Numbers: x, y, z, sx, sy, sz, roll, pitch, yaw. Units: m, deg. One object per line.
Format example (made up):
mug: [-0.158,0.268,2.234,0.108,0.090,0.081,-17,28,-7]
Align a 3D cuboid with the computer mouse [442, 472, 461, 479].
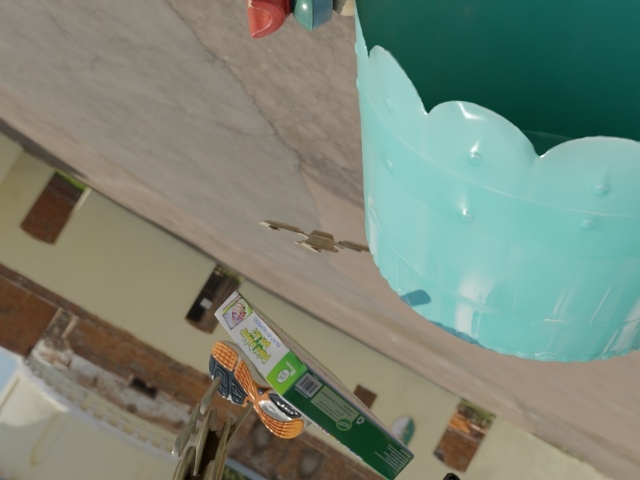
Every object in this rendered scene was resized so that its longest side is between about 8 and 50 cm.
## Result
computer mouse: [0.226,0.409,0.855,0.072,0.188,0.272,-22,126,19]

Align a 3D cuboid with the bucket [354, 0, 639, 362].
bucket: [0.150,-0.073,0.461,0.281,0.281,0.183,26,141,25]

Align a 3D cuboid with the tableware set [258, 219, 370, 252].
tableware set: [0.000,0.000,1.086,0.169,0.020,0.141,11,-174,-43]

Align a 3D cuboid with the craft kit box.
craft kit box: [-0.013,0.201,1.032,0.250,0.061,0.247,45,177,-32]

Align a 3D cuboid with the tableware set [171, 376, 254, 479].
tableware set: [-0.082,0.180,0.534,0.039,0.128,0.194,12,-178,0]

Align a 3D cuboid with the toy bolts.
toy bolts: [-0.019,-0.380,0.905,0.159,0.228,0.218,-7,170,-6]

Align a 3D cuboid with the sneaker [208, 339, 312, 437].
sneaker: [-0.106,0.283,1.432,0.262,0.099,0.121,36,-158,27]
